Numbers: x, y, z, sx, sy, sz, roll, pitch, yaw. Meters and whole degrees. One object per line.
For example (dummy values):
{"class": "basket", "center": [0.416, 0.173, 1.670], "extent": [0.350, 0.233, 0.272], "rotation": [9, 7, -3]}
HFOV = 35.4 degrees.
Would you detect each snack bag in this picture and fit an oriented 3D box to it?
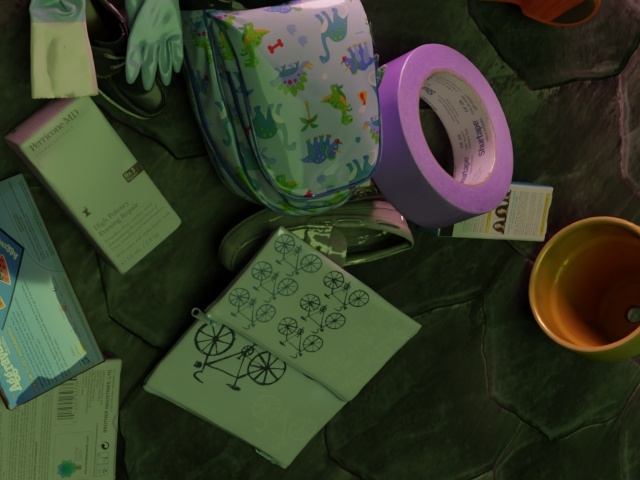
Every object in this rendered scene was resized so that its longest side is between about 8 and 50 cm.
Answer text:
{"class": "snack bag", "center": [-0.059, 0.177, 1.535], "extent": [0.323, 0.037, 0.342], "rotation": [37, 102, -31]}

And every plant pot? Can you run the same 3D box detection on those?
{"class": "plant pot", "center": [0.546, 0.111, 1.843], "extent": [0.239, 0.254, 0.254], "rotation": [29, 86, -49]}

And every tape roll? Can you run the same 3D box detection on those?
{"class": "tape roll", "center": [0.182, -0.161, 1.561], "extent": [0.275, 0.090, 0.275], "rotation": [18, 63, -39]}

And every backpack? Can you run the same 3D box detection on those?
{"class": "backpack", "center": [-0.051, -0.210, 1.406], "extent": [0.290, 0.273, 0.356], "rotation": [-17, 121, -33]}

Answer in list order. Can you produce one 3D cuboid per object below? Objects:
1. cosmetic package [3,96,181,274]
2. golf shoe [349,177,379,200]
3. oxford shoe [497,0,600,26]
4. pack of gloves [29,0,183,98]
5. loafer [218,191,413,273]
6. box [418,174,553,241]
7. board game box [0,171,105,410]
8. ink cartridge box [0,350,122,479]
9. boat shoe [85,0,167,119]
{"class": "cosmetic package", "center": [-0.305, -0.080, 1.360], "extent": [0.117, 0.085, 0.231], "rotation": [-44, 121, -16]}
{"class": "golf shoe", "center": [0.078, -0.119, 1.557], "extent": [0.186, 0.067, 0.086], "rotation": [-33, 101, -45]}
{"class": "oxford shoe", "center": [0.293, -0.469, 1.632], "extent": [0.363, 0.130, 0.133], "rotation": [18, 59, -27]}
{"class": "pack of gloves", "center": [-0.277, -0.300, 1.268], "extent": [0.195, 0.046, 0.232], "rotation": [-6, 101, -18]}
{"class": "loafer", "center": [0.000, 0.000, 1.535], "extent": [0.319, 0.111, 0.112], "rotation": [-14, 137, -27]}
{"class": "box", "center": [0.288, -0.056, 1.740], "extent": [0.244, 0.060, 0.101], "rotation": [3, 100, -32]}
{"class": "board game box", "center": [-0.405, 0.067, 1.329], "extent": [0.145, 0.027, 0.281], "rotation": [-27, 103, -30]}
{"class": "ink cartridge box", "center": [-0.432, 0.253, 1.375], "extent": [0.311, 0.065, 0.186], "rotation": [0, 100, -34]}
{"class": "boat shoe", "center": [-0.281, -0.252, 1.337], "extent": [0.084, 0.079, 0.233], "rotation": [-45, 122, -17]}
